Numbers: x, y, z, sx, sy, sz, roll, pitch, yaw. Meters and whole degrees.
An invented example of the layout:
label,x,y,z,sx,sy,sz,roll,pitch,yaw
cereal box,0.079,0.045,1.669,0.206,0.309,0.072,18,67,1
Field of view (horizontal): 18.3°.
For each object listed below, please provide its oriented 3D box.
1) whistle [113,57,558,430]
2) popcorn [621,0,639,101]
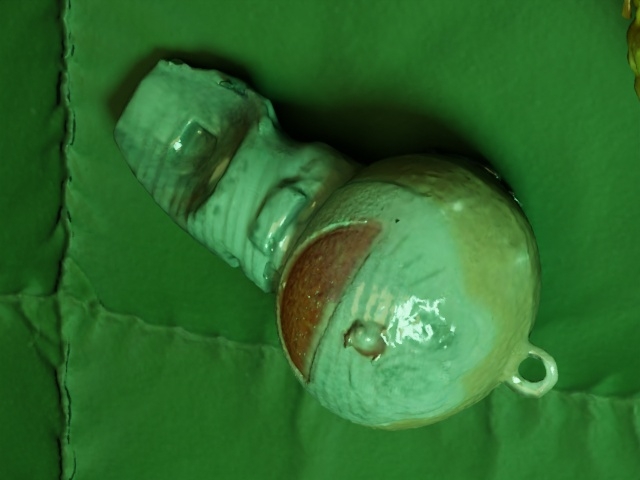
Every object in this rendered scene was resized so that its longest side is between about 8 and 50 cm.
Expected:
label,x,y,z,sx,sy,sz,roll,pitch,yaw
whistle,0.000,0.000,1.267,0.348,0.189,0.189,34,118,16
popcorn,0.292,-0.119,1.099,0.250,0.190,0.250,10,120,18
